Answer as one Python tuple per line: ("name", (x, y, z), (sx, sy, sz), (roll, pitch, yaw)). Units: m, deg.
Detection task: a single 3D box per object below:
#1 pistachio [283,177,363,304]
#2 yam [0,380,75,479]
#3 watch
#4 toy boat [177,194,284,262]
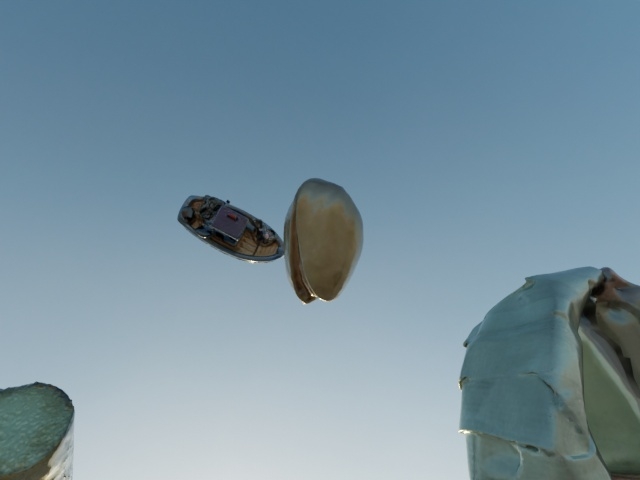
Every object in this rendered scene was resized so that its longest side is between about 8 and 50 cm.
("pistachio", (0.000, 0.000, 0.594), (0.124, 0.185, 0.124), (3, -26, 2))
("yam", (-0.312, 0.245, 0.417), (0.107, 0.107, 0.194), (7, -59, -22))
("watch", (0.216, 0.152, 0.352), (0.241, 0.254, 0.161), (6, -27, -36))
("toy boat", (-0.164, -0.021, 0.801), (0.223, 0.100, 0.097), (25, -24, -6))
